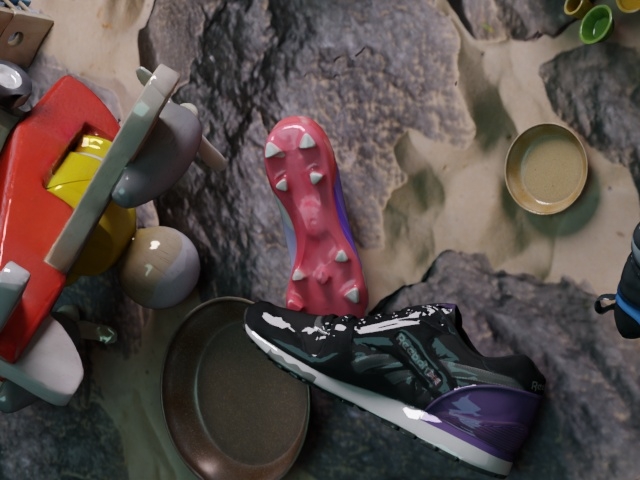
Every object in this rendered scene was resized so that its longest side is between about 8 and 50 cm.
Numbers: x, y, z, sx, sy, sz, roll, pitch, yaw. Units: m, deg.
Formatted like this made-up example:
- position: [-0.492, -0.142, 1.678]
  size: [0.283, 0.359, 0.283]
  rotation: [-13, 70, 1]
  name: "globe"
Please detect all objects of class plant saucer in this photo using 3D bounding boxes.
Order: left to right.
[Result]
- position: [-0.078, 0.155, 1.662]
  size: [0.199, 0.036, 0.198]
  rotation: [1, 91, 39]
  name: "plant saucer"
- position: [0.206, -0.064, 1.491]
  size: [0.083, 0.015, 0.083]
  rotation: [-2, 87, 35]
  name: "plant saucer"

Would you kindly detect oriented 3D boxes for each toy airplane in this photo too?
- position: [-0.244, 0.016, 1.646]
  size: [0.386, 0.272, 0.384]
  rotation: [3, 76, 67]
  name: "toy airplane"

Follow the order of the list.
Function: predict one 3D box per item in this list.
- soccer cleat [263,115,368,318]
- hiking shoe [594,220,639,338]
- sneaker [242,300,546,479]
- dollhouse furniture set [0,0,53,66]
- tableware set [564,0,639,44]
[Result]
- position: [0.000, 0.000, 1.604]
  size: [0.083, 0.095, 0.248]
  rotation: [-11, 100, 14]
  name: "soccer cleat"
- position: [0.371, 0.096, 1.339]
  size: [0.304, 0.113, 0.132]
  rotation: [41, 141, 22]
  name: "hiking shoe"
- position: [0.070, 0.101, 1.520]
  size: [0.283, 0.107, 0.124]
  rotation: [26, 93, 12]
  name: "sneaker"
- position: [-0.360, -0.309, 1.820]
  size: [0.129, 0.129, 0.183]
  rotation: [44, 112, 27]
  name: "dollhouse furniture set"
- position: [0.265, -0.244, 1.424]
  size: [0.154, 0.024, 0.104]
  rotation: [-49, 37, 23]
  name: "tableware set"
